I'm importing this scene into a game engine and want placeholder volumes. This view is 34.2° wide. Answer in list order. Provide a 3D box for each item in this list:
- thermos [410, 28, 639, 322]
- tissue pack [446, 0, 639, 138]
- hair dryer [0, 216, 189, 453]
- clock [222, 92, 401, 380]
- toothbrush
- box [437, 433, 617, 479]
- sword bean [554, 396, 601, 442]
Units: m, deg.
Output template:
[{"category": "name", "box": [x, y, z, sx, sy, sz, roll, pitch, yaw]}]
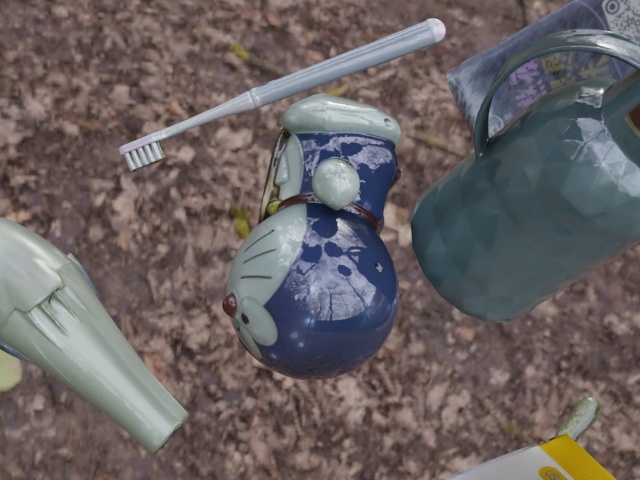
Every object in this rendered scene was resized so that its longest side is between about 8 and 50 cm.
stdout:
[{"category": "thermos", "box": [0.194, -0.060, 0.841, 0.182, 0.286, 0.145, 38, 48, -7]}, {"category": "tissue pack", "box": [0.368, -0.196, 1.396, 0.122, 0.361, 0.259, -23, 88, -47]}, {"category": "hair dryer", "box": [-0.254, 0.130, 1.121, 0.296, 0.298, 0.119, 37, 68, 22]}, {"category": "clock", "box": [0.000, 0.000, 0.903, 0.147, 0.199, 0.243, 12, 64, -7]}, {"category": "toothbrush", "box": [-0.040, -0.143, 1.014, 0.342, 0.025, 0.030, -22, 92, 8]}, {"category": "box", "box": [0.100, 0.213, 0.693, 0.247, 0.033, 0.129, -15, 31, -20]}, {"category": "sword bean", "box": [0.299, 0.306, 1.354, 0.043, 0.038, 0.269, 45, 59, -9]}]
